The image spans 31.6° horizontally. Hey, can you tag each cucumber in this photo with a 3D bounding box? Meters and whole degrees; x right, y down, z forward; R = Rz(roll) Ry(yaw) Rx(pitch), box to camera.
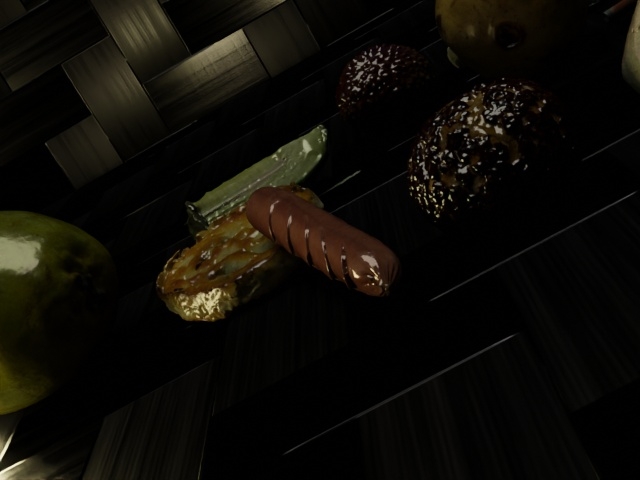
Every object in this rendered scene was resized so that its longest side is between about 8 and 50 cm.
[{"bbox_3d":[-0.100,-0.090,2.096,0.325,0.105,0.145,-36,-17,-24],"label":"cucumber"}]

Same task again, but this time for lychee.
[{"bbox_3d":[0.116,-0.293,2.182,0.188,0.188,0.188,-28,16,9],"label":"lychee"}]

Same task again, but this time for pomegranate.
[{"bbox_3d":[0.349,-0.424,2.028,0.281,0.281,0.281,-28,16,9],"label":"pomegranate"}]

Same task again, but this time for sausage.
[{"bbox_3d":[0.002,-0.001,1.595,0.088,0.088,0.433,-35,29,-14],"label":"sausage"}]

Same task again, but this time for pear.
[{"bbox_3d":[-0.523,0.115,1.877,0.413,0.352,0.352,-32,12,35],"label":"pear"}]

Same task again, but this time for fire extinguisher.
[{"bbox_3d":[0.566,-0.437,2.117,0.083,0.022,0.028,-34,-15,-11],"label":"fire extinguisher"}]

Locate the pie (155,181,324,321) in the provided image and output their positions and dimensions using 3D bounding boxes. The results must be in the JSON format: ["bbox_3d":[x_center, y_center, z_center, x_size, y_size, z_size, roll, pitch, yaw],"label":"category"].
[{"bbox_3d":[-0.125,0.029,1.838,0.315,0.092,0.315,-28,21,12],"label":"pie"}]

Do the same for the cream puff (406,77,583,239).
[{"bbox_3d":[0.222,-0.114,1.482,0.239,0.165,0.239,-31,17,10],"label":"cream puff"}]

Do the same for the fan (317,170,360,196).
[{"bbox_3d":[-0.066,-0.048,2.100,0.329,0.009,0.191,-31,15,1],"label":"fan"}]

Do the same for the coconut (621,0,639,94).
[{"bbox_3d":[0.464,-0.233,1.331,0.234,0.224,0.224,-13,22,30],"label":"coconut"}]

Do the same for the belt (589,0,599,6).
[{"bbox_3d":[0.518,-0.564,2.363,0.257,0.150,0.207,-17,29,45],"label":"belt"}]

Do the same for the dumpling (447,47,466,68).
[{"bbox_3d":[0.350,-0.423,2.376,0.169,0.100,0.134,-56,-15,-15],"label":"dumpling"}]
